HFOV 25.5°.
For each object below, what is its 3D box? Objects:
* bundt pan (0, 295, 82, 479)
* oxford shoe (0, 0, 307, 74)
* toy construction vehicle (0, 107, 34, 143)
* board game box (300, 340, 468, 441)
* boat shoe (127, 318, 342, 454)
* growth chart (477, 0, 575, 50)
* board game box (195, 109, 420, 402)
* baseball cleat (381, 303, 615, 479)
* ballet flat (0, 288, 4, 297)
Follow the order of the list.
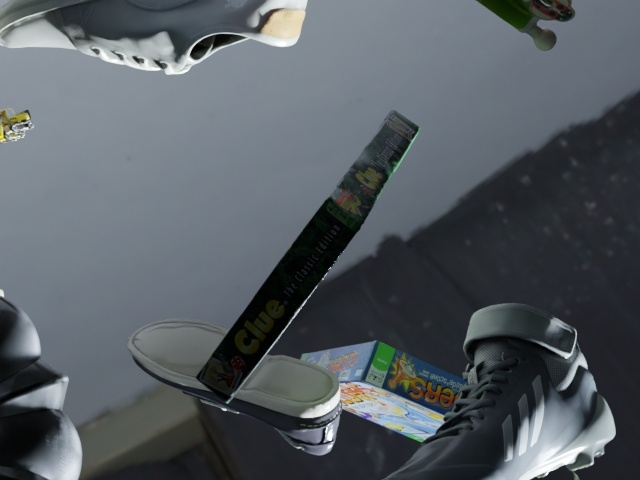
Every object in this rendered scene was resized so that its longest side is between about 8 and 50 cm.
[{"bbox_3d":[-0.294,0.138,0.926,0.330,0.331,0.124,3,158,-44],"label":"bundt pan"},{"bbox_3d":[-0.208,-0.255,1.659,0.449,0.130,0.169,-4,-170,31],"label":"oxford shoe"},{"bbox_3d":[-0.412,-0.145,1.802,0.098,0.035,0.086,-16,180,-41],"label":"toy construction vehicle"},{"bbox_3d":[0.067,0.130,1.187,0.136,0.035,0.201,24,167,-12],"label":"board game box"},{"bbox_3d":[-0.073,0.120,1.142,0.075,0.206,0.065,-40,135,-42],"label":"boat shoe"},{"bbox_3d":[0.136,-0.207,0.859,0.172,0.021,0.237,28,154,-16],"label":"growth chart"},{"bbox_3d":[0.000,0.000,0.898,0.136,0.030,0.260,-56,180,19],"label":"board game box"},{"bbox_3d":[0.087,0.094,0.778,0.072,0.109,0.206,-24,170,36],"label":"baseball cleat"},{"bbox_3d":[-0.410,0.118,1.567,0.168,0.052,0.057,-38,154,-20],"label":"ballet flat"}]
